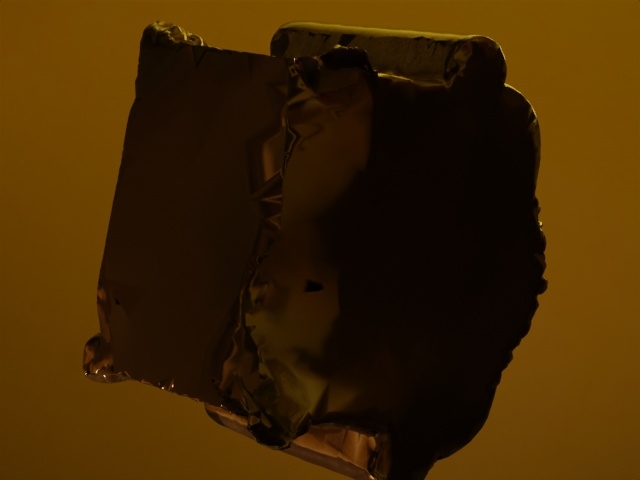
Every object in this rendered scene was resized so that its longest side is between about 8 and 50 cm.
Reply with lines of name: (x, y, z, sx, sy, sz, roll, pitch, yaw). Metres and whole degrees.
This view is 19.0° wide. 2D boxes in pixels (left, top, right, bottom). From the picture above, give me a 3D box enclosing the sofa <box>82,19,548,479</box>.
sofa: (0.000, 0.000, 1.113, 0.182, 0.200, 0.258, 8, 93, -42)
